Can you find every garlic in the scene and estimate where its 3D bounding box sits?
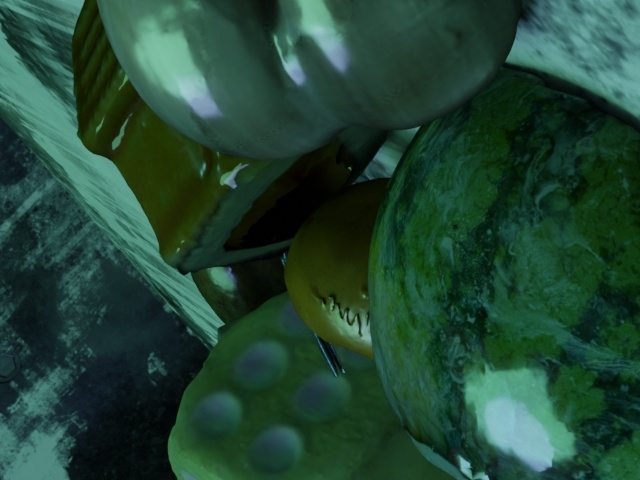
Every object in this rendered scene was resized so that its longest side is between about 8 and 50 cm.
[{"bbox_3d":[-0.015,-0.159,0.865,0.292,0.210,0.237,51,-157,-50],"label":"garlic"}]

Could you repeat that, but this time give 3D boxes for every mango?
[{"bbox_3d":[0.083,0.044,1.152,0.249,0.156,0.151,37,131,34],"label":"mango"}]

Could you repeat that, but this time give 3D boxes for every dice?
[{"bbox_3d":[0.018,0.212,1.648,0.254,0.252,0.249,21,150,40],"label":"dice"}]

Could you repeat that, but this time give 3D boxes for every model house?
[{"bbox_3d":[-0.077,-0.121,1.194,0.239,0.173,0.268,56,141,13],"label":"model house"}]

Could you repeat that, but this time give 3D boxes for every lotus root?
[{"bbox_3d":[-0.060,0.044,1.765,0.123,0.124,0.241,33,163,41],"label":"lotus root"}]

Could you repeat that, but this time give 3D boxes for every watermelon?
[{"bbox_3d":[0.146,0.031,0.907,0.180,0.224,0.305,-3,-159,-37],"label":"watermelon"}]

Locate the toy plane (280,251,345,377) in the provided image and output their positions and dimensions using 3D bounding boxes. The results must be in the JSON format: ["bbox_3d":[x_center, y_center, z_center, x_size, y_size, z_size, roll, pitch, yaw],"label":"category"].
[{"bbox_3d":[0.000,0.000,1.461,0.235,0.096,0.060,66,162,-12],"label":"toy plane"}]
